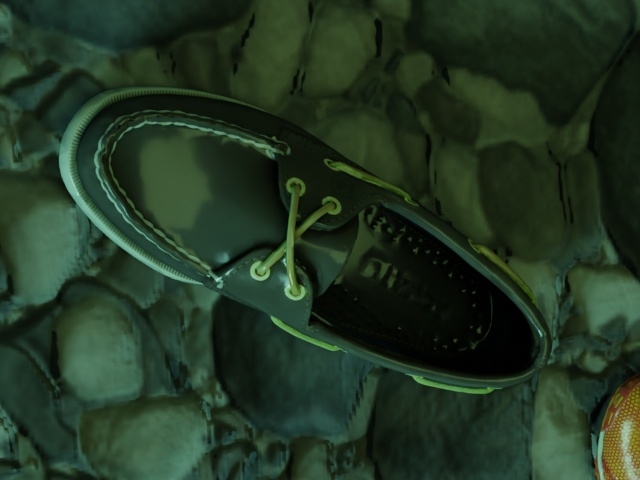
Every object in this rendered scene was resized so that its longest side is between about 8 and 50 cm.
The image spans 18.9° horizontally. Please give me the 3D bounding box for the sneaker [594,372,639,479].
[{"bbox_3d":[0.179,0.143,0.923,0.064,0.067,0.175,-23,108,-18],"label":"sneaker"}]

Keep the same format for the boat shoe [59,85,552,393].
[{"bbox_3d":[0.000,0.000,0.806,0.228,0.069,0.081,25,89,-28],"label":"boat shoe"}]
